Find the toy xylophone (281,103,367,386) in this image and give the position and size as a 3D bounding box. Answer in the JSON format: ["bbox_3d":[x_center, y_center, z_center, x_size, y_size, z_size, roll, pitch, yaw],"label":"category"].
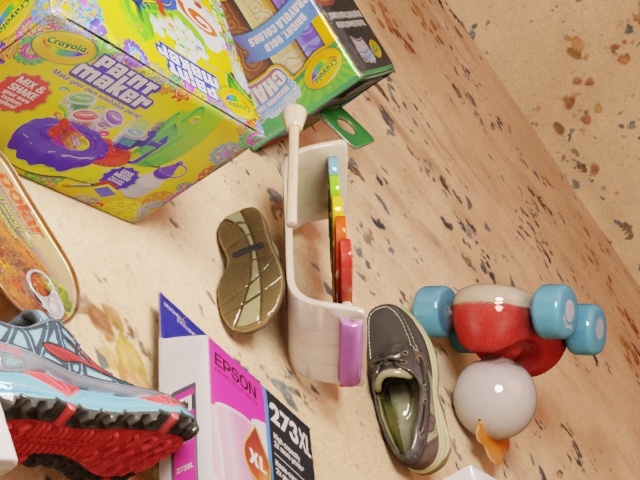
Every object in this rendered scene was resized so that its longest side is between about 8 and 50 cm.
[{"bbox_3d":[0.000,0.000,1.398,0.236,0.081,0.323,91,-3,-49],"label":"toy xylophone"}]

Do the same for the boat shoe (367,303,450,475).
[{"bbox_3d":[0.097,0.168,1.504,0.073,0.080,0.224,36,35,-54],"label":"boat shoe"}]

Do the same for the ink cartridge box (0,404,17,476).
[{"bbox_3d":[-0.301,0.037,0.672,0.114,0.197,0.273,18,44,-58],"label":"ink cartridge box"}]

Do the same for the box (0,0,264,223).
[{"bbox_3d":[-0.232,-0.209,1.169,0.290,0.177,0.279,28,37,-53],"label":"box"}]

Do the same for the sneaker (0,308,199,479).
[{"bbox_3d":[-0.190,0.104,0.950,0.262,0.104,0.125,29,31,-55],"label":"sneaker"}]

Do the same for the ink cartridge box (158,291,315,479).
[{"bbox_3d":[-0.069,0.214,1.101,0.176,0.069,0.371,48,21,-39],"label":"ink cartridge box"}]

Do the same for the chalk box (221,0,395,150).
[{"bbox_3d":[-0.033,-0.236,1.631,0.289,0.179,0.180,59,21,0],"label":"chalk box"}]

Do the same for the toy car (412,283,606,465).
[{"bbox_3d":[0.251,0.190,1.718,0.210,0.219,0.238,27,66,-53],"label":"toy car"}]

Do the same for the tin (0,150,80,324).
[{"bbox_3d":[-0.265,-0.007,1.024,0.190,0.040,0.106,59,26,1],"label":"tin"}]

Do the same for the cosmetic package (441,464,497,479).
[{"bbox_3d":[0.141,0.415,1.121,0.155,0.197,0.366,34,31,-44],"label":"cosmetic package"}]

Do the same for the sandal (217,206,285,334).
[{"bbox_3d":[-0.073,0.036,1.352,0.180,0.072,0.049,-102,172,-49],"label":"sandal"}]
